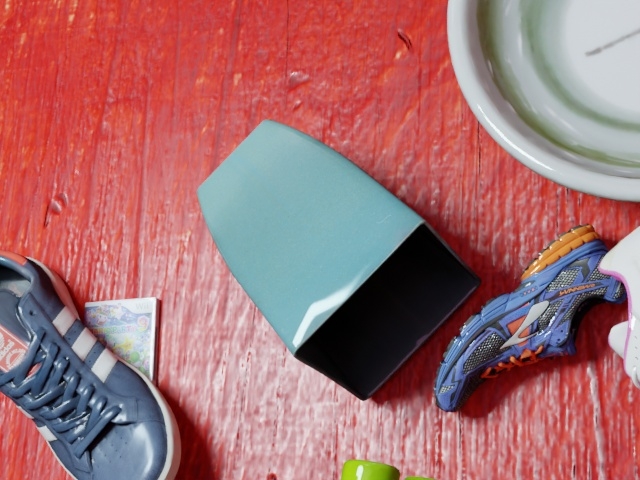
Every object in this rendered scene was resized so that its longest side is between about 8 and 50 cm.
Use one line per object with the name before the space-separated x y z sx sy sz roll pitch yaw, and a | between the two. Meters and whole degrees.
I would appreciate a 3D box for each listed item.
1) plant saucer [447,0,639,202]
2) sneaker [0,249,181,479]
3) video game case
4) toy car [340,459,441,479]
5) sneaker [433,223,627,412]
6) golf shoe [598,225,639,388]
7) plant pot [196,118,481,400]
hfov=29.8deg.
plant saucer | 0.325 -0.215 1.140 0.401 0.100 0.400 -6 72 18
sneaker | -0.281 0.131 1.212 0.131 0.148 0.350 -50 58 2
video game case | -0.215 0.123 1.285 0.087 0.011 0.122 -6 72 19
toy car | 0.014 0.288 1.112 0.188 0.149 0.155 -8 65 48
sneaker | 0.193 0.084 1.113 0.221 0.083 0.087 -45 73 7
golf shoe | 0.323 0.116 1.001 0.140 0.115 0.306 -21 62 26
plant pot | 0.000 0.000 1.165 0.166 0.165 0.234 -45 57 3
